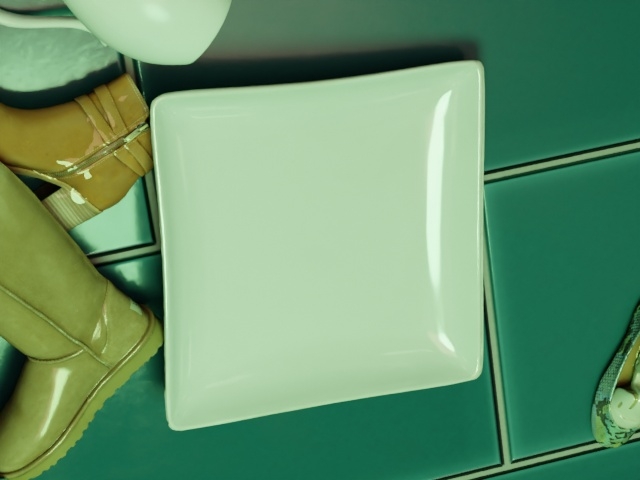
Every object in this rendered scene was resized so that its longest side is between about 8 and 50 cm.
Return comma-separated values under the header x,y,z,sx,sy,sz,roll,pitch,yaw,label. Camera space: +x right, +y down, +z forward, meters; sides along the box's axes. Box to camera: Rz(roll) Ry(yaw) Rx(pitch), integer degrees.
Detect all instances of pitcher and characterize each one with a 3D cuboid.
x,y,z,sx,sy,sz,roll,pitch,yaw,label
-0.203,-0.233,1.713,0.207,0.125,0.178,29,130,-21,pitcher

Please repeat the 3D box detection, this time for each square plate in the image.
x,y,z,sx,sy,sz,roll,pitch,yaw,label
0.000,0.000,1.855,0.347,0.049,0.344,-8,110,-20,square plate

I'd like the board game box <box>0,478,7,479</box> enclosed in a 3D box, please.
x,y,z,sx,sy,sz,roll,pitch,yaw,label
-0.476,0.334,1.730,0.336,0.079,0.253,6,127,-37,board game box

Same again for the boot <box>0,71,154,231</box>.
x,y,z,sx,sy,sz,roll,pitch,yaw,label
-0.243,-0.113,1.758,0.152,0.073,0.197,-37,125,-1,boot

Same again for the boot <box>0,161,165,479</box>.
x,y,z,sx,sy,sz,roll,pitch,yaw,label
-0.308,0.077,1.761,0.236,0.089,0.269,-49,126,-4,boot

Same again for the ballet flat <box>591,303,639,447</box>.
x,y,z,sx,sy,sz,roll,pitch,yaw,label
0.345,0.145,2.004,0.070,0.070,0.188,12,104,-19,ballet flat
